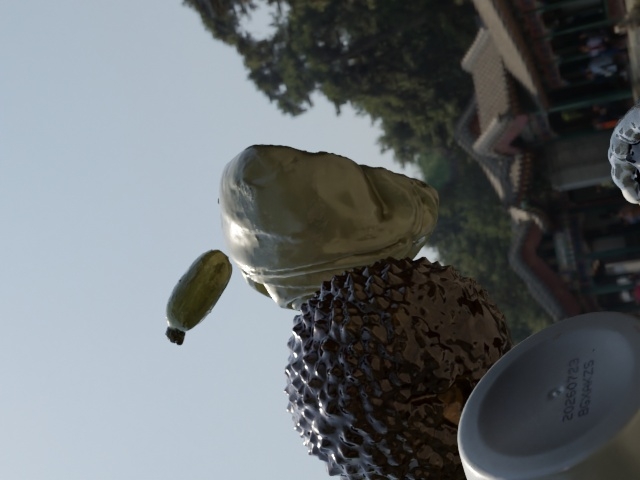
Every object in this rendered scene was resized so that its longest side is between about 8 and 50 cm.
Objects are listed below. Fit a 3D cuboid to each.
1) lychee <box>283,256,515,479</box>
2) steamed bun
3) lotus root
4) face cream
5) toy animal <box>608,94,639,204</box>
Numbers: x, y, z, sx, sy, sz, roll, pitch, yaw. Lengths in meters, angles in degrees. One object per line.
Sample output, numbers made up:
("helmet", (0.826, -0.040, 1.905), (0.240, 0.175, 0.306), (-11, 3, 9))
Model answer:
("lychee", (0.074, 0.141, 0.919), (0.267, 0.267, 0.267), (-11, -90, -71))
("steamed bun", (-0.010, -0.002, 1.255), (0.324, 0.310, 0.219), (166, 114, -69))
("lotus root", (-0.221, 0.097, 1.515), (0.183, 0.077, 0.090), (-57, -3, -1))
("face cream", (0.121, 0.096, 0.351), (0.104, 0.117, 0.117), (51, -152, -16))
("toy animal", (0.400, -0.122, 0.870), (0.204, 0.156, 0.208), (-50, -21, -20))
